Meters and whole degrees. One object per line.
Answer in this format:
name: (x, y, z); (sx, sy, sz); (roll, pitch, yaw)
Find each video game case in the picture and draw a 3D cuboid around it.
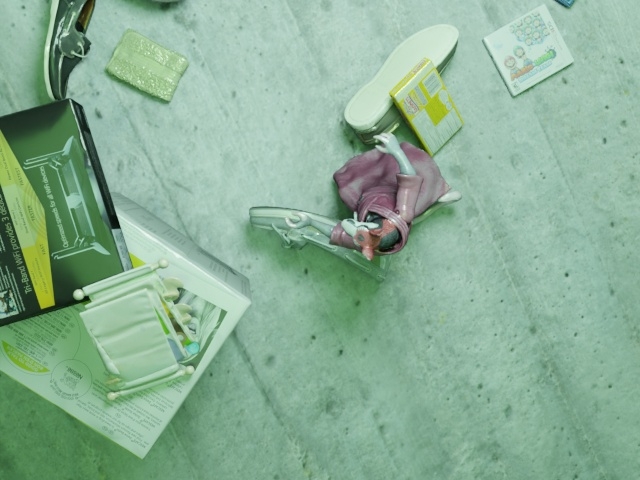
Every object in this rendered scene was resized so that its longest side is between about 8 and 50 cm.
video game case: (0.452, -0.414, 1.518); (0.157, 0.019, 0.143); (-30, 95, -3)

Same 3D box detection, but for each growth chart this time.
growth chart: (-0.282, 0.145, 1.098); (0.172, 0.021, 0.237); (-13, 120, -8)

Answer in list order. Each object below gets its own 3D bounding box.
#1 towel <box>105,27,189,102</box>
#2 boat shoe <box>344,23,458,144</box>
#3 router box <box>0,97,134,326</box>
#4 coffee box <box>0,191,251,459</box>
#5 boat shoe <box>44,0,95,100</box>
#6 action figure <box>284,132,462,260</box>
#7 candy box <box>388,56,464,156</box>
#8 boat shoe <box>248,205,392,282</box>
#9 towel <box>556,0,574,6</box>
towel: (-0.357, -0.361, 1.442); (0.148, 0.027, 0.110); (26, 92, -6)
boat shoe: (0.178, -0.328, 1.463); (0.305, 0.091, 0.109); (-45, 53, -6)
router box: (-0.452, -0.039, 1.090); (0.243, 0.081, 0.309); (-16, 93, -5)
coffee box: (-0.361, 0.137, 1.314); (0.338, 0.337, 0.334); (34, 89, -7)
boat shoe: (-0.503, -0.393, 1.398); (0.079, 0.084, 0.233); (10, 89, -5)
action figure: (0.115, -0.048, 1.347); (0.248, 0.370, 0.276); (-34, 111, 25)
candy box: (0.223, -0.271, 1.439); (0.105, 0.027, 0.206); (-43, 137, 0)
boat shoe: (0.001, 0.000, 1.455); (0.320, 0.118, 0.103); (16, 91, -14)
towel: (0.508, -0.565, 1.509); (0.119, 0.029, 0.067); (33, 89, -6)
